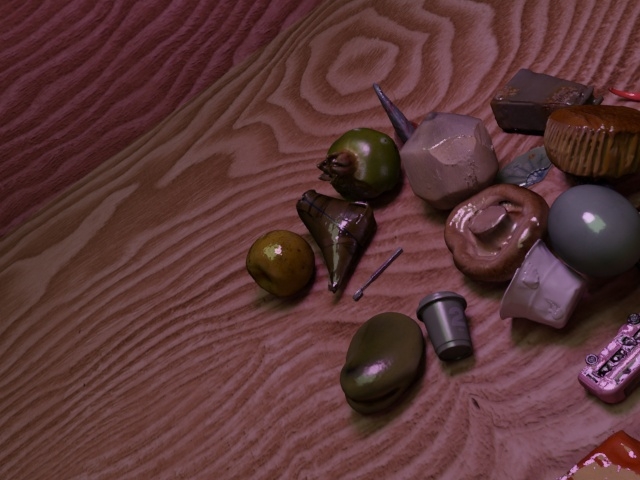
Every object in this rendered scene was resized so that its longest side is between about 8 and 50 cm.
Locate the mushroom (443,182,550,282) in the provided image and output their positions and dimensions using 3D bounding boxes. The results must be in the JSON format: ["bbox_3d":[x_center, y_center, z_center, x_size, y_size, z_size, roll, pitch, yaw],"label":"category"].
[{"bbox_3d":[0.419,-0.019,1.455,0.278,0.146,0.278,-28,43,29],"label":"mushroom"}]

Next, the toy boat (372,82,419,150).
[{"bbox_3d":[0.244,-0.353,1.821,0.096,0.282,0.206,-31,38,13],"label":"toy boat"}]

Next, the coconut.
[{"bbox_3d":[0.345,-0.226,1.617,0.245,0.247,0.245,-20,22,8],"label":"coconut"}]

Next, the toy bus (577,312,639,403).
[{"bbox_3d":[0.585,0.218,1.147,0.203,0.063,0.090,-44,41,-4],"label":"toy bus"}]

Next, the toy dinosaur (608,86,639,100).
[{"bbox_3d":[0.867,-0.342,1.504,0.286,0.070,0.138,-2,73,40],"label":"toy dinosaur"}]

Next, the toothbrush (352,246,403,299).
[{"bbox_3d":[0.157,0.091,1.659,0.194,0.014,0.017,-46,38,-10],"label":"toothbrush"}]

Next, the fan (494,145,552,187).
[{"bbox_3d":[0.548,-0.186,1.630,0.240,0.009,0.131,-41,35,-3],"label":"fan"}]

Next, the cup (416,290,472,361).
[{"bbox_3d":[0.285,0.197,1.375,0.120,0.120,0.141,-22,51,20],"label":"cup"}]

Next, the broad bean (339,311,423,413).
[{"bbox_3d":[0.142,0.269,1.406,0.189,0.121,0.263,0,49,34],"label":"broad bean"}]

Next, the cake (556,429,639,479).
[{"bbox_3d":[0.462,0.420,1.017,0.287,0.098,0.135,-27,40,8],"label":"cake"}]

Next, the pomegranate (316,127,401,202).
[{"bbox_3d":[0.104,-0.228,1.810,0.236,0.302,0.235,1,91,39],"label":"pomegranate"}]

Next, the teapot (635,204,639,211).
[{"bbox_3d":[0.729,-0.043,1.284,0.098,0.078,0.129,-7,38,-32],"label":"teapot"}]

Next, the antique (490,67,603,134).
[{"bbox_3d":[0.626,-0.365,1.651,0.150,0.125,0.284,-48,39,-11],"label":"antique"}]

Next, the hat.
[{"bbox_3d":[0.477,0.108,1.275,0.126,0.203,0.203,28,70,26],"label":"hat"}]

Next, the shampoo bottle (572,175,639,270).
[{"bbox_3d":[0.654,-0.055,1.336,0.071,0.098,0.309,-32,37,16],"label":"shampoo bottle"}]

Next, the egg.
[{"bbox_3d":[0.546,-0.022,1.211,0.168,0.168,0.231,-29,30,12],"label":"egg"}]

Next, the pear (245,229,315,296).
[{"bbox_3d":[-0.110,0.058,1.765,0.197,0.197,0.197,-22,41,20],"label":"pear"}]

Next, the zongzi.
[{"bbox_3d":[0.000,0.000,1.765,0.260,0.123,0.289,18,65,29],"label":"zongzi"}]

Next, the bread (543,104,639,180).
[{"bbox_3d":[0.651,-0.236,1.417,0.228,0.142,0.253,0,19,2],"label":"bread"}]
